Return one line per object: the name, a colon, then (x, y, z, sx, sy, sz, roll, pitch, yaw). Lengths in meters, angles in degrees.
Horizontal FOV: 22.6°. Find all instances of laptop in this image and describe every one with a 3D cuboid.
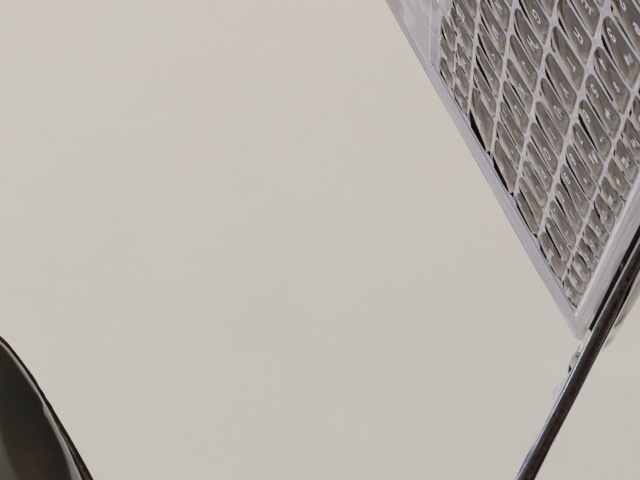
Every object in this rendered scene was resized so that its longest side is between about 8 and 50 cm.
laptop: (0.000, 0.000, 0.568, 0.236, 0.408, 0.382, -26, -15, -5)

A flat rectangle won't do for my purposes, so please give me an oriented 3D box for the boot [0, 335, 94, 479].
boot: (-0.074, 0.105, 0.429, 0.082, 0.219, 0.106, -9, -22, -24)
